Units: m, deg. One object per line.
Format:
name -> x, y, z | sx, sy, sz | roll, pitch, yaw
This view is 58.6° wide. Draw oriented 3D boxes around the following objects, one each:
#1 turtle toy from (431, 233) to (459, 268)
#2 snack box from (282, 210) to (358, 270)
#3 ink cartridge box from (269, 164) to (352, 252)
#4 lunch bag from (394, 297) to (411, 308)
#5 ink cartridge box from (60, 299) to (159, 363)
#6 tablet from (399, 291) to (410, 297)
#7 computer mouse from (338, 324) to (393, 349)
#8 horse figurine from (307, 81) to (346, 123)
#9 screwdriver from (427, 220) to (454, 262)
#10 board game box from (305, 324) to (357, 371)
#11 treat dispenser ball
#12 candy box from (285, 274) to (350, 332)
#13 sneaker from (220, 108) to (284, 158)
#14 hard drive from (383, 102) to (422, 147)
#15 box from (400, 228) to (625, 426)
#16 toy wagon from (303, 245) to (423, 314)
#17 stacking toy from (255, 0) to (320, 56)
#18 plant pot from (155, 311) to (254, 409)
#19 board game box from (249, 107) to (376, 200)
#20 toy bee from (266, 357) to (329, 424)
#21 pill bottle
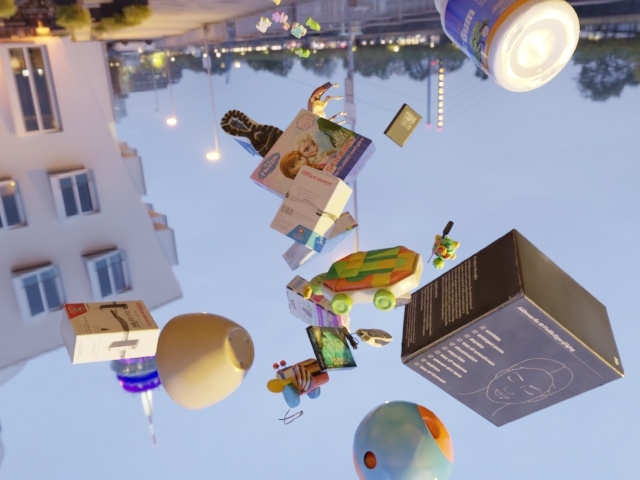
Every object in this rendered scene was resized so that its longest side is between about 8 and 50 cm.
turtle toy -> 0.450, 0.043, 2.106 | 0.095, 0.130, 0.066 | 22, -153, 25
snack box -> 0.000, 0.000, 1.846 | 0.207, 0.070, 0.174 | -26, 166, -48
ink cartridge box -> -0.025, -0.083, 1.494 | 0.139, 0.191, 0.082 | 26, 176, 36
lunch bag -> 0.234, 0.188, 1.771 | 0.083, 0.053, 0.071 | -17, 170, -2
ink cartridge box -> -0.706, 0.301, 1.917 | 0.272, 0.114, 0.197 | 2, -155, -37
tablet -> 0.199, 0.129, 1.527 | 0.083, 0.006, 0.054 | 5, -133, -5
computer mouse -> 0.142, 0.299, 1.730 | 0.193, 0.042, 0.106 | 11, -165, -37
horse figurine -> 0.012, -0.506, 2.238 | 0.174, 0.263, 0.066 | -26, -132, -10
screwdriver -> 0.399, 0.007, 1.892 | 0.025, 0.170, 0.024 | 26, 166, 11
board game box -> 0.031, 0.298, 1.580 | 0.026, 0.126, 0.186 | -30, 158, 20
treat dispenser ball -> 0.232, 0.604, 1.627 | 0.288, 0.288, 0.288 | -3, -161, 1
candy box -> -0.007, 0.240, 2.003 | 0.233, 0.159, 0.071 | 27, -127, 28
sneaker -> -0.219, -0.377, 2.160 | 0.330, 0.130, 0.147 | 35, 179, 16
hard drive -> 0.306, -0.426, 2.115 | 0.094, 0.135, 0.022 | 32, -174, -28
box -> 0.593, 0.298, 1.824 | 0.471, 0.480, 0.297 | -38, -155, 37
toy wagon -> 0.103, 0.105, 1.566 | 0.344, 0.068, 0.267 | -8, -157, 22
stacking toy -> -0.108, -0.761, 2.000 | 0.221, 0.167, 0.052 | 29, 150, -21
plant pot -> -0.304, 0.331, 1.655 | 0.190, 0.284, 0.284 | -18, -169, 26
board game box -> -0.028, -0.261, 1.933 | 0.318, 0.319, 0.066 | 30, 169, 29
toy bee -> -0.088, 0.418, 1.695 | 0.195, 0.298, 0.162 | 2, -131, -52
pill bottle -> 0.299, -0.382, 0.976 | 0.152, 0.152, 0.272 | -8, -138, -14
